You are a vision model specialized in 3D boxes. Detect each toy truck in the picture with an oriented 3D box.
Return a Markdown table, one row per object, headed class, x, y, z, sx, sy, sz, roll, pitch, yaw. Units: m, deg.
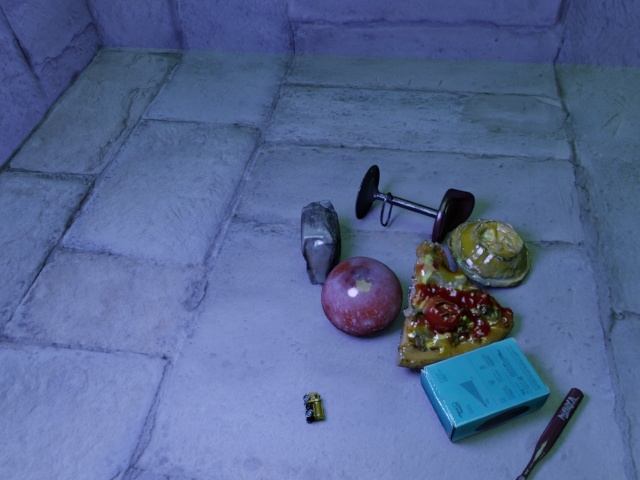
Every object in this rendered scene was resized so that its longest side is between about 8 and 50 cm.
| class | x | y | z | sx | sy | sz | roll | pitch | yaw |
| --- | --- | --- | --- | --- | --- | --- | --- | --- | --- |
| toy truck | -0.022 | 0.496 | 1.641 | 0.054 | 0.049 | 0.083 | -8 | 49 | -4 |

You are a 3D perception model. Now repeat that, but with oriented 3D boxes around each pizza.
| class | x | y | z | sx | sy | sz | roll | pitch | yaw |
| --- | --- | --- | --- | --- | --- | --- | --- | --- | --- |
| pizza | 0.388 | 0.186 | 1.743 | 0.441 | 0.130 | 0.405 | -16 | 78 | -20 |

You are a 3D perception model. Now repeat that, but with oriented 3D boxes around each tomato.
| class | x | y | z | sx | sy | sz | roll | pitch | yaw |
| --- | --- | --- | --- | --- | --- | --- | --- | --- | --- |
| tomato | 0.137 | 0.175 | 1.803 | 0.271 | 0.227 | 0.270 | -3 | 50 | 4 |

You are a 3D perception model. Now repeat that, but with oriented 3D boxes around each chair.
| class | x | y | z | sx | sy | sz | roll | pitch | yaw |
| --- | --- | --- | --- | --- | --- | --- | --- | --- | --- |
| chair | 0.356 | -0.128 | 2.067 | 0.401 | 0.226 | 0.226 | 19 | 52 | 19 |

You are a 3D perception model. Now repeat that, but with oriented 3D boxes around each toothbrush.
| class | x | y | z | sx | sy | sz | roll | pitch | yaw |
| --- | --- | --- | --- | --- | --- | --- | --- | --- | --- |
| toothbrush | 0.647 | 0.553 | 1.548 | 0.041 | 0.040 | 0.364 | 32 | 58 | 28 |

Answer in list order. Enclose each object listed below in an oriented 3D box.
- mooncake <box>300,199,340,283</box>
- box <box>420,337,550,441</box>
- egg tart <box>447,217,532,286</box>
| class | x | y | z | sx | sy | sz | roll | pitch | yaw |
| --- | --- | --- | --- | --- | --- | --- | --- | --- | --- |
| mooncake | 0.005 | -0.001 | 1.955 | 0.136 | 0.250 | 0.254 | -5 | 46 | 3 |
| box | 0.476 | 0.435 | 1.613 | 0.312 | 0.118 | 0.205 | -16 | 46 | -11 |
| egg tart | 0.611 | 0.023 | 1.953 | 0.316 | 0.120 | 0.314 | 4 | 51 | -5 |
